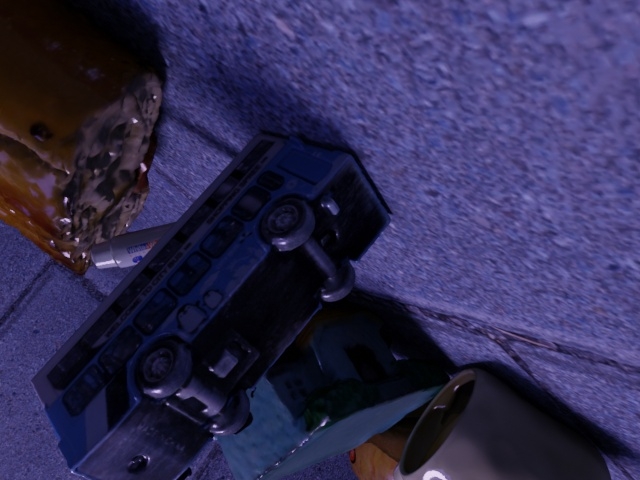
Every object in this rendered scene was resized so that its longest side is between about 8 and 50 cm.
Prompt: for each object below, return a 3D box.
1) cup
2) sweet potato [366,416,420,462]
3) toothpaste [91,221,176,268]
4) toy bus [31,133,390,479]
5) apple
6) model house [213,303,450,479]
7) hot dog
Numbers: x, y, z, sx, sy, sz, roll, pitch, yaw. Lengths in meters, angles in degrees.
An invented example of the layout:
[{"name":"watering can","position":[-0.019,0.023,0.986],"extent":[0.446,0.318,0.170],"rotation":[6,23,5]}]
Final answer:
[{"name":"cup","position":[0.201,0.308,0.765],"extent":[0.202,0.255,0.173],"rotation":[36,-160,2]},{"name":"sweet potato","position":[0.179,0.314,0.934],"extent":[0.286,0.085,0.112],"rotation":[-7,152,33]},{"name":"toothpaste","position":[-0.119,-0.009,0.628],"extent":[0.052,0.218,0.033],"rotation":[83,172,-68]},{"name":"toy bus","position":[-0.083,0.051,0.505],"extent":[0.131,0.297,0.106],"rotation":[29,164,43]},{"name":"apple","position":[0.173,0.382,1.120],"extent":[0.261,0.194,0.261],"rotation":[30,162,11]},{"name":"model house","position":[-0.012,0.159,0.872],"extent":[0.281,0.230,0.248],"rotation":[-1,-126,-47]},{"name":"hot dog","position":[-0.338,-0.155,0.616],"extent":[0.365,0.196,0.367],"rotation":[35,158,-7]}]
